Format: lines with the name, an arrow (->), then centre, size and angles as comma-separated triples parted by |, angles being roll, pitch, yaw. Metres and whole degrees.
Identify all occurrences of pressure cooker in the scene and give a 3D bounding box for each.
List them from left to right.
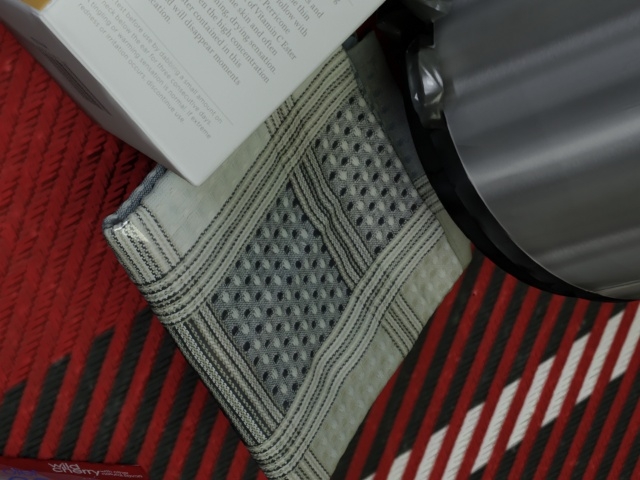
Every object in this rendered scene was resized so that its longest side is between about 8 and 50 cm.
pressure cooker -> 0.264, -0.142, 1.249 | 0.375, 0.420, 0.370 | -23, 92, -35

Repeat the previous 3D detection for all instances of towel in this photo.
towel -> 0.000, 0.000, 1.282 | 0.324, 0.056, 0.312 | -54, 127, -35

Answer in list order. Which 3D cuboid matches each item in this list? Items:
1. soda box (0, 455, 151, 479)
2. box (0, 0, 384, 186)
soda box -> -0.257, 0.226, 1.297 | 0.263, 0.092, 0.083 | 9, 103, -28
box -> -0.055, -0.235, 1.149 | 0.345, 0.215, 0.168 | -46, 120, -8
